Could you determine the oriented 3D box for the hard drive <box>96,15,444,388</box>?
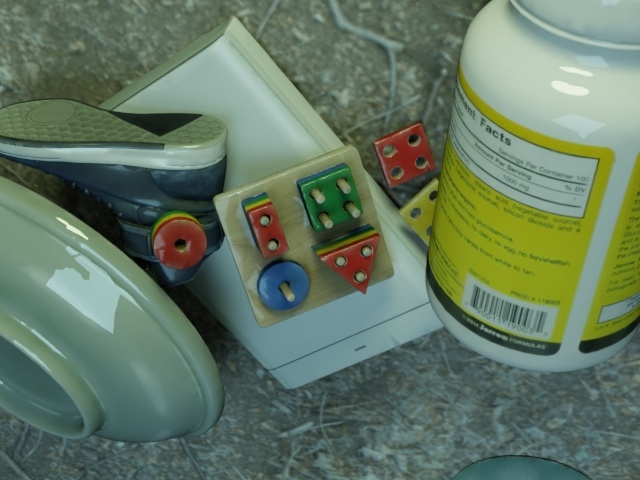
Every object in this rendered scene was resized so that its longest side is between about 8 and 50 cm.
[{"bbox_3d":[-0.054,-0.018,1.133,0.233,0.047,0.353,-26,116,33],"label":"hard drive"}]

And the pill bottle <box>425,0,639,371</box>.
[{"bbox_3d":[0.190,-0.075,0.910,0.188,0.188,0.334,13,131,8],"label":"pill bottle"}]

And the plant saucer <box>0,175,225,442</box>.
[{"bbox_3d":[-0.286,0.094,1.181,0.400,0.100,0.400,25,148,17],"label":"plant saucer"}]

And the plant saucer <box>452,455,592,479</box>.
[{"bbox_3d":[0.231,0.318,1.326,0.195,0.037,0.195,10,131,11],"label":"plant saucer"}]

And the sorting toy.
[{"bbox_3d":[0.000,0.000,1.036,0.274,0.046,0.132,-21,115,-8],"label":"sorting toy"}]

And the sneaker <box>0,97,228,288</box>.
[{"bbox_3d":[-0.192,-0.038,1.072,0.226,0.086,0.163,8,128,10],"label":"sneaker"}]
